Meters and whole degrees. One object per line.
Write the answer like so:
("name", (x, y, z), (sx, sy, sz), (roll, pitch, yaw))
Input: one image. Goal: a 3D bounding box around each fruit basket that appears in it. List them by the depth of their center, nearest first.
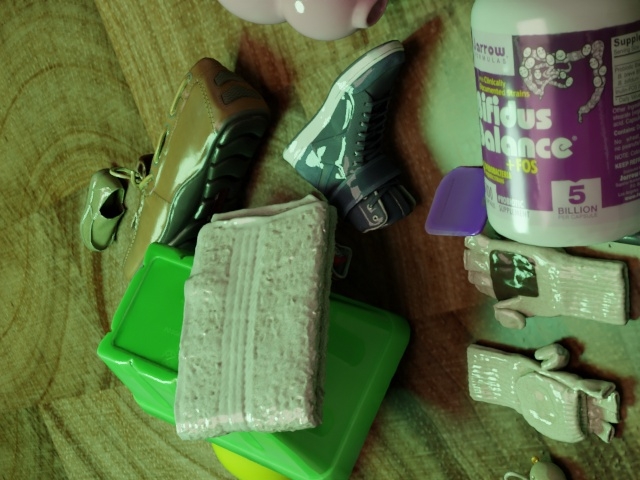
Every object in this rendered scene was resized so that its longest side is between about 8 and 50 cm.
("fruit basket", (-0.067, 0.191, 1.568), (0.392, 0.392, 0.282), (15, 75, 41))

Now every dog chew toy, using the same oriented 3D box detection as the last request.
("dog chew toy", (-0.065, -0.340, 1.322), (0.332, 0.207, 0.206), (36, 131, 19))

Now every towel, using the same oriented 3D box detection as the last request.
("towel", (-0.074, 0.087, 1.363), (0.187, 0.049, 0.282), (-10, 63, 28))

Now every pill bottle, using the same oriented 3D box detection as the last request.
("pill bottle", (0.230, -0.159, 1.113), (0.169, 0.169, 0.301), (10, 115, 43))

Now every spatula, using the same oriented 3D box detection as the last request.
("spatula", (0.238, -0.028, 1.261), (0.297, 0.030, 0.084), (11, 79, 37))

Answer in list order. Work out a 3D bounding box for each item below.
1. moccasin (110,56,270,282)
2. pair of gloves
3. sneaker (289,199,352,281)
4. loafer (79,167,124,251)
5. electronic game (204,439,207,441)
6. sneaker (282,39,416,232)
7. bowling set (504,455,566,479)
("moccasin", (-0.196, -0.082, 1.614), (0.147, 0.139, 0.380), (51, 139, 25))
("pair of gloves", (0.244, 0.112, 1.319), (0.204, 0.042, 0.240), (20, 122, 39))
("sneaker", (0.000, 0.000, 1.518), (0.067, 0.042, 0.118), (-4, 112, 51))
("loafer", (-0.339, -0.040, 1.839), (0.050, 0.056, 0.148), (38, 132, 36))
("electronic game", (-0.178, 0.207, 1.794), (0.229, 0.048, 0.229), (22, 123, 38))
("sneaker", (0.068, -0.111, 1.365), (0.163, 0.086, 0.226), (52, 135, 13))
("bowling set", (0.261, 0.418, 1.335), (0.287, 0.200, 0.154), (48, 135, 13))
